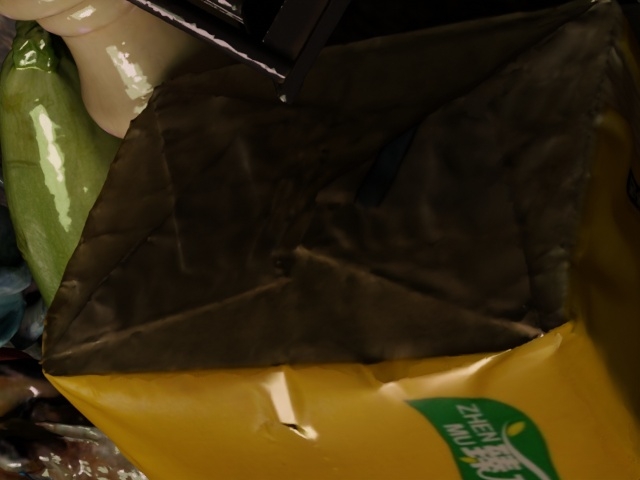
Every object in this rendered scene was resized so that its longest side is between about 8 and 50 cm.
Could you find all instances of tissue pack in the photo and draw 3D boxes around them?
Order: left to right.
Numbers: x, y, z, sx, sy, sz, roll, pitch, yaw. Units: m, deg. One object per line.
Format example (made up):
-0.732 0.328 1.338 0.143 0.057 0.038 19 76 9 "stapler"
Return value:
0.086 0.089 0.889 0.293 0.228 0.382 -6 138 32 "tissue pack"

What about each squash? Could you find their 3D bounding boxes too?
-0.141 -0.001 1.096 0.118 0.118 0.370 5 142 23 "squash"

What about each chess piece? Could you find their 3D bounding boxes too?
-0.136 -0.161 0.878 0.117 0.117 0.397 -5 141 33 "chess piece"

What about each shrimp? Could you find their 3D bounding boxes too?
-0.073 0.181 1.299 0.445 0.110 0.221 16 164 -7 "shrimp"

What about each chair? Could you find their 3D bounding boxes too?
0.004 -0.143 0.750 0.260 0.154 0.141 28 103 -13 "chair"

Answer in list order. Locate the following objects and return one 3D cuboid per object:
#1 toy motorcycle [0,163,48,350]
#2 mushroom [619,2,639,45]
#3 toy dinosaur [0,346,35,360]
-0.282 0.027 1.200 0.206 0.154 0.260 -4 158 -2 "toy motorcycle"
0.204 -0.056 0.897 0.059 0.054 0.202 -14 128 33 "mushroom"
-0.202 0.157 1.416 0.286 0.070 0.139 31 168 -21 "toy dinosaur"
